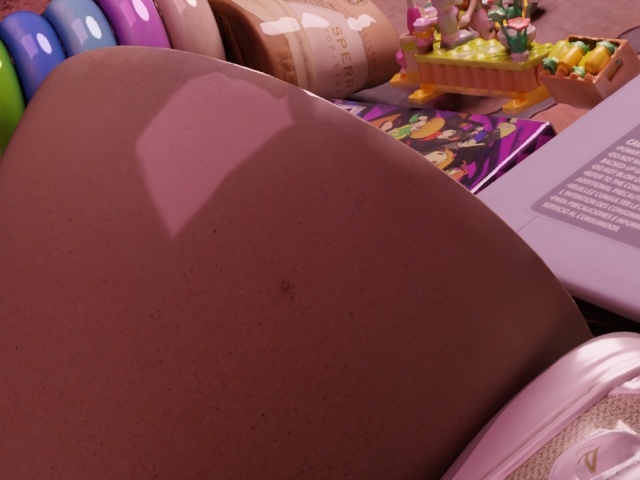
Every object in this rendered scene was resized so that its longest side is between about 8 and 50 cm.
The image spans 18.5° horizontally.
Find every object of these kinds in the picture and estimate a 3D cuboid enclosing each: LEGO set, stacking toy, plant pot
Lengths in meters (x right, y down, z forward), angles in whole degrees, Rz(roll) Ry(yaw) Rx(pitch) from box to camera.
[{"bbox_3d":[0.101,-0.155,1.226,0.132,0.107,0.287,-13,19,-2],"label":"LEGO set"},{"bbox_3d":[-0.234,-0.089,1.343,0.330,0.141,0.141,-17,24,-16],"label":"stacking toy"},{"bbox_3d":[-0.048,0.083,0.840,0.284,0.284,0.191,3,54,45],"label":"plant pot"}]

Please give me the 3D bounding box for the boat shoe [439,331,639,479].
[{"bbox_3d":[0.058,0.165,0.721,0.320,0.118,0.103,-42,32,-18],"label":"boat shoe"}]

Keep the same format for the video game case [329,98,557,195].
[{"bbox_3d":[0.000,0.000,1.166,0.232,0.042,0.210,-40,29,-25],"label":"video game case"}]

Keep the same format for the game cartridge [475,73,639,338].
[{"bbox_3d":[0.214,-0.009,0.981,0.198,0.062,0.297,-32,27,-20],"label":"game cartridge"}]

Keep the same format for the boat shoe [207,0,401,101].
[{"bbox_3d":[-0.045,-0.165,1.438,0.110,0.122,0.341,-17,30,-16],"label":"boat shoe"}]
